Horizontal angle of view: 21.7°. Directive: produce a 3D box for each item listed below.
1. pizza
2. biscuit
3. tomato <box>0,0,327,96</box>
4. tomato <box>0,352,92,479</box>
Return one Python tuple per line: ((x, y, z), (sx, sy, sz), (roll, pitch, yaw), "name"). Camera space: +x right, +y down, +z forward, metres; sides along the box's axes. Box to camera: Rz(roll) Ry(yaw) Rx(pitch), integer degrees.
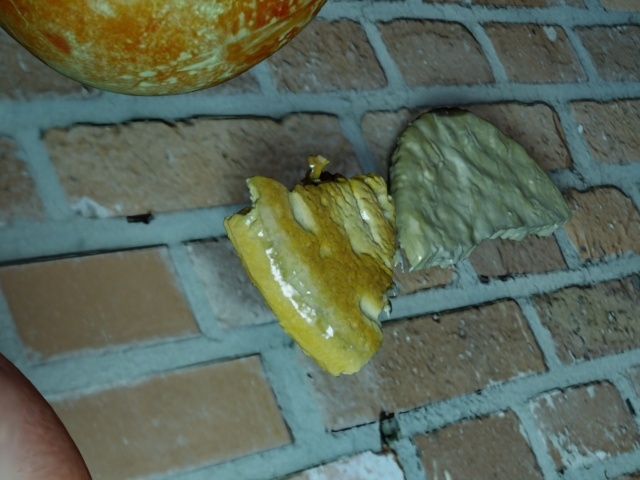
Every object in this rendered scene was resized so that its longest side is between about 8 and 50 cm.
((0.000, 0.002, 1.227), (0.154, 0.069, 0.194), (52, 31, -9), "pizza")
((0.125, -0.052, 1.429), (0.250, 0.032, 0.133), (-15, 77, -51), "biscuit")
((-0.117, -0.227, 1.116), (0.270, 0.222, 0.270), (4, 77, -20), "tomato")
((-0.246, 0.151, 0.677), (0.341, 0.273, 0.341), (27, 48, -34), "tomato")
